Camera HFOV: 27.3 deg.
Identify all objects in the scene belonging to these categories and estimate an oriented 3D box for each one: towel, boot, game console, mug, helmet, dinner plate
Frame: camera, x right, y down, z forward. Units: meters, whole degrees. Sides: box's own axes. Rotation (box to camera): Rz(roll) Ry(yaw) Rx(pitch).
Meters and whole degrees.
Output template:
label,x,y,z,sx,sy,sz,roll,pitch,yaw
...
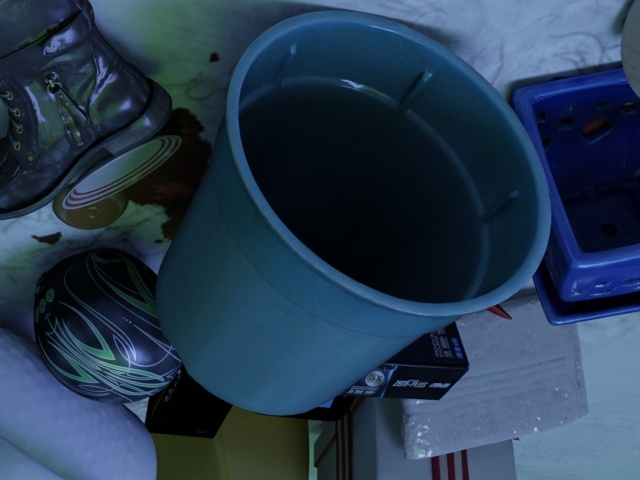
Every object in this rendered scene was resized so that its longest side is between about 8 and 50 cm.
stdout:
label,x,y,z,sx,sy,sz,roll,pitch,yaw
towel,0.227,0.178,1.776,0.282,0.187,0.049,-8,-179,-21
boot,-0.290,-0.148,1.238,0.263,0.091,0.229,-30,137,12
game console,-0.062,0.166,1.718,0.361,0.044,0.213,14,111,-48
mug,-0.364,0.250,1.509,0.276,0.374,0.328,-56,134,-15
helmet,-0.237,0.105,1.496,0.169,0.161,0.169,-22,143,-17
dinner plate,-0.208,-0.075,1.366,0.141,0.017,0.141,-30,173,-4

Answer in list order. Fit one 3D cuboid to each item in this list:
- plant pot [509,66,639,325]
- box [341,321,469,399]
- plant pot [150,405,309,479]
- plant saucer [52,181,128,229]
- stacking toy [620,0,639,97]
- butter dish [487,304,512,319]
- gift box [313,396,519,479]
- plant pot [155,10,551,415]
label,x,y,z,sx,sy,sz,roll,pitch,yaw
plant pot,0.341,-0.041,1.496,0.236,0.235,0.212,-10,151,-7
box,0.082,0.098,1.616,0.147,0.180,0.077,7,140,-28
plant pot,-0.139,0.354,1.871,0.212,0.187,0.212,-37,140,27
plant saucer,-0.251,-0.035,1.449,0.083,0.015,0.083,-10,144,-7
stacking toy,0.492,-0.205,1.420,0.330,0.141,0.141,0,142,-28
butter dish,0.177,-0.004,1.570,0.118,0.160,0.160,-51,137,7
gift box,0.145,0.339,1.896,0.276,0.258,0.255,20,131,-19
plant pot,0.000,0.000,1.357,0.341,0.341,0.334,5,148,-27
